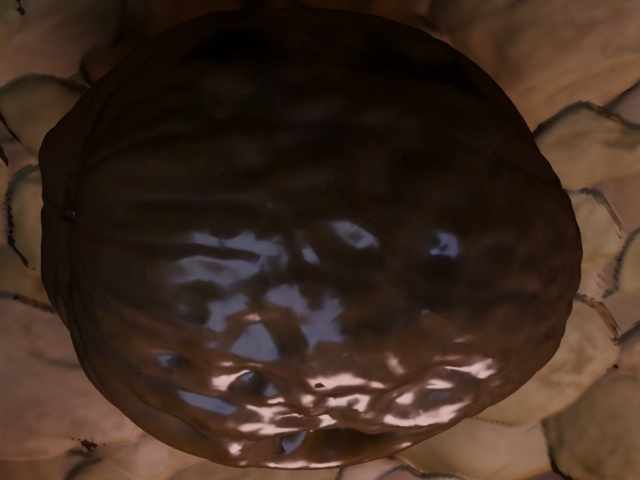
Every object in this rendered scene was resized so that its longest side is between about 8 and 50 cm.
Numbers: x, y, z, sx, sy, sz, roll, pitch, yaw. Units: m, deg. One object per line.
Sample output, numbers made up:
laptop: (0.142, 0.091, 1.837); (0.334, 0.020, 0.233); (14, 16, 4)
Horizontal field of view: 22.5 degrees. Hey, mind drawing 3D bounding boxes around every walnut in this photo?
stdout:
walnut: (0.000, 0.000, 0.538); (0.184, 0.155, 0.155); (3, 123, -21)
